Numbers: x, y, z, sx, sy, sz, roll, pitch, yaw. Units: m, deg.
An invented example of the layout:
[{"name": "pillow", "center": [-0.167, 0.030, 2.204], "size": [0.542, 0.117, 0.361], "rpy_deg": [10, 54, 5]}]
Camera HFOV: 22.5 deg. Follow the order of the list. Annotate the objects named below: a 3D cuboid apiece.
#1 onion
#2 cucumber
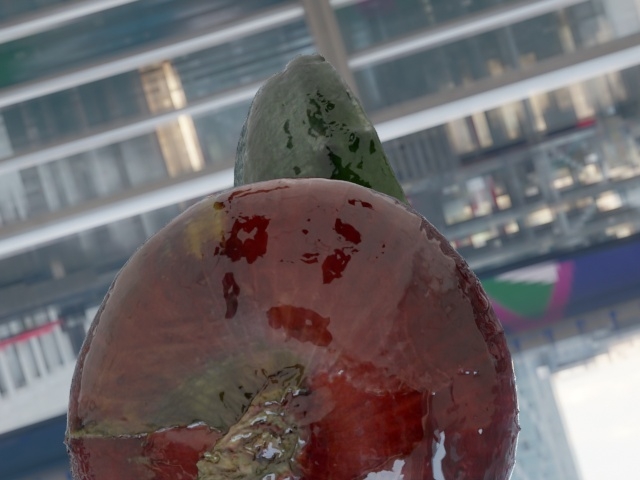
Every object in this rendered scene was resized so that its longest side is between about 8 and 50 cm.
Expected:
[{"name": "onion", "center": [-0.011, 0.092, 0.813], "size": [0.248, 0.248, 0.161], "rpy_deg": [-17, -171, -18]}, {"name": "cucumber", "center": [-0.002, -0.001, 1.066], "size": [0.105, 0.325, 0.145], "rpy_deg": [-10, 142, -10]}]
